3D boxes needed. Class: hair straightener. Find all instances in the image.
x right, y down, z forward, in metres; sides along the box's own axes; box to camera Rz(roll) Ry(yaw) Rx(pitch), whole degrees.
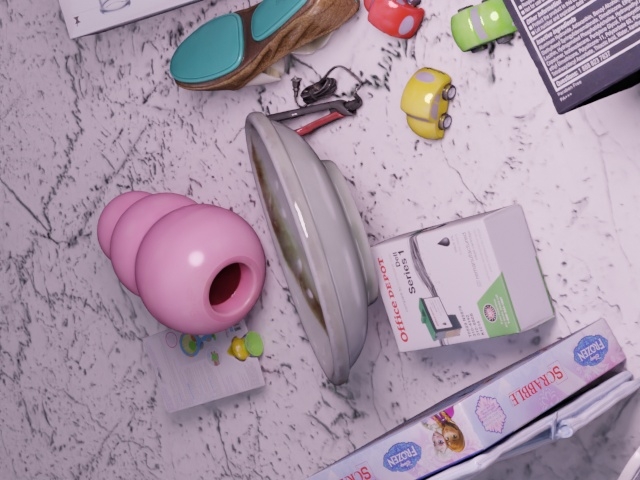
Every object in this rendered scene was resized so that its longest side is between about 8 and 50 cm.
[{"bbox_3d":[-0.025,-0.198,1.957,0.230,0.047,0.089,-19,92,46],"label":"hair straightener"}]

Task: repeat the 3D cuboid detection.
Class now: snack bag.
[{"bbox_3d":[0.203,0.279,1.708,0.323,0.343,0.037,-36,78,44],"label":"snack bag"}]

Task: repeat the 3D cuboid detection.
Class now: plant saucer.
[{"bbox_3d":[0.000,0.000,1.894,0.400,0.101,0.400,161,90,-83],"label":"plant saucer"}]

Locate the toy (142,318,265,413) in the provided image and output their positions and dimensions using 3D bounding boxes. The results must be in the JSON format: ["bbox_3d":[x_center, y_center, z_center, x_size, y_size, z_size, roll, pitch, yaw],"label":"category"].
[{"bbox_3d":[-0.184,0.196,2.254,0.237,0.056,0.136,-20,87,41],"label":"toy"}]

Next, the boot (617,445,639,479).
[{"bbox_3d":[0.417,0.345,1.732,0.086,0.069,0.190,30,133,24],"label":"boot"}]

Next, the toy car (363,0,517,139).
[{"bbox_3d":[0.158,-0.261,1.754,0.225,0.053,0.239,-18,92,46],"label":"toy car"}]

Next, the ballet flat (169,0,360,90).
[{"bbox_3d":[-0.072,-0.286,1.919,0.342,0.124,0.116,-27,55,42],"label":"ballet flat"}]

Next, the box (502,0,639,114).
[{"bbox_3d":[0.342,-0.340,1.454,0.296,0.183,0.294,-29,86,44],"label":"box"}]

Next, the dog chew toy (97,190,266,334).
[{"bbox_3d":[-0.237,0.016,2.145,0.332,0.207,0.206,29,124,44],"label":"dog chew toy"}]

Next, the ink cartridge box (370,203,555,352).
[{"bbox_3d":[0.185,0.055,1.818,0.219,0.093,0.160,-16,93,46],"label":"ink cartridge box"}]

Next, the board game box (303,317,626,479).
[{"bbox_3d":[0.183,0.230,1.726,0.319,0.318,0.066,-35,80,46],"label":"board game box"}]

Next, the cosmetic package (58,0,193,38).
[{"bbox_3d":[-0.224,-0.473,1.917,0.377,0.097,0.284,-13,100,23],"label":"cosmetic package"}]
